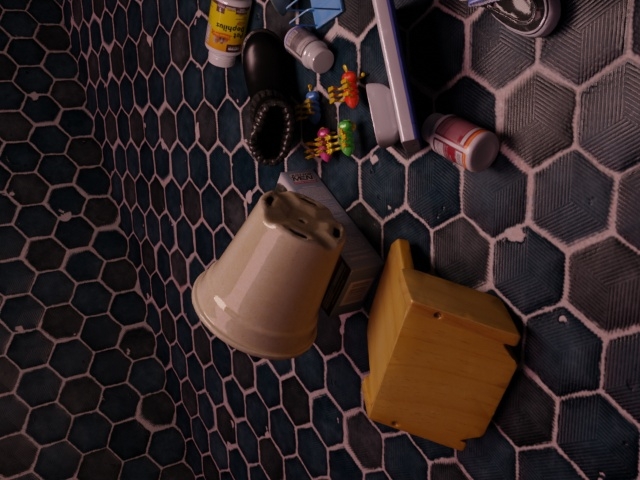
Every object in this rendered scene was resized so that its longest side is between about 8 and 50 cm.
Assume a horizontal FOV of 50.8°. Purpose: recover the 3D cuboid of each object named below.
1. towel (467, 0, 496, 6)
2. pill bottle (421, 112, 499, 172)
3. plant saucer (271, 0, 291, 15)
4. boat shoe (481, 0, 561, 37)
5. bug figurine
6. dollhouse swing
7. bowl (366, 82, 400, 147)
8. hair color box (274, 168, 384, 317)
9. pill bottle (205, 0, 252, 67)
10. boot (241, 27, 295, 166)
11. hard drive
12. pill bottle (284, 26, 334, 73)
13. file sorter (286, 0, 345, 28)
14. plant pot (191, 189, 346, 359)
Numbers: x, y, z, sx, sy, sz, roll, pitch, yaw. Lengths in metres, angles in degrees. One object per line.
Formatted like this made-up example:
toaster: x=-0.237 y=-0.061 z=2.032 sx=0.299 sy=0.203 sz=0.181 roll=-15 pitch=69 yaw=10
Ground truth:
towel: x=0.359 y=-0.545 z=1.050 sx=0.243 sy=0.040 sz=0.335 roll=5 pitch=76 yaw=57
pill bottle: x=0.277 y=-0.202 z=1.355 sx=0.152 sy=0.086 sz=0.086 roll=40 pitch=131 yaw=43
plant saucer: x=-0.107 y=-0.685 z=1.746 sx=0.038 sy=0.195 sz=0.194 roll=-11 pitch=90 yaw=17
boat shoe: x=0.305 y=-0.477 z=1.216 sx=0.306 sy=0.105 sz=0.113 roll=62 pitch=143 yaw=24
bug figurine: x=0.029 y=-0.311 z=1.700 sx=0.279 sy=0.072 sz=0.216 roll=-5 pitch=89 yaw=61
dollhouse swing: x=0.259 y=0.213 z=1.526 sx=0.316 sy=0.305 sz=0.346 roll=18 pitch=122 yaw=7
bowl: x=0.146 y=-0.281 z=1.507 sx=0.053 sy=0.142 sz=0.141 roll=-12 pitch=89 yaw=14
hair color box: x=0.000 y=0.000 z=1.798 sx=0.374 sy=0.114 sz=0.185 roll=55 pitch=139 yaw=32
pill bottle: x=-0.281 y=-0.637 z=2.027 sx=0.117 sy=0.117 sz=0.214 roll=50 pitch=137 yaw=36
boot: x=-0.138 y=-0.384 z=1.781 sx=0.260 sy=0.131 sz=0.347 roll=-88 pitch=-11 yaw=-73
hard drive: x=0.162 y=-0.353 z=1.408 sx=0.210 sy=0.040 sz=0.318 roll=-9 pitch=-92 yaw=-79
pill bottle: x=-0.028 y=-0.489 z=1.731 sx=0.137 sy=0.078 sz=0.078 roll=49 pitch=136 yaw=36
file sorter: x=-0.029 y=-0.628 z=1.668 sx=0.118 sy=0.105 sz=0.170 roll=-12 pitch=90 yaw=57
plant pot: x=-0.098 y=0.060 z=1.617 sx=0.333 sy=0.334 sz=0.305 roll=51 pitch=125 yaw=35
